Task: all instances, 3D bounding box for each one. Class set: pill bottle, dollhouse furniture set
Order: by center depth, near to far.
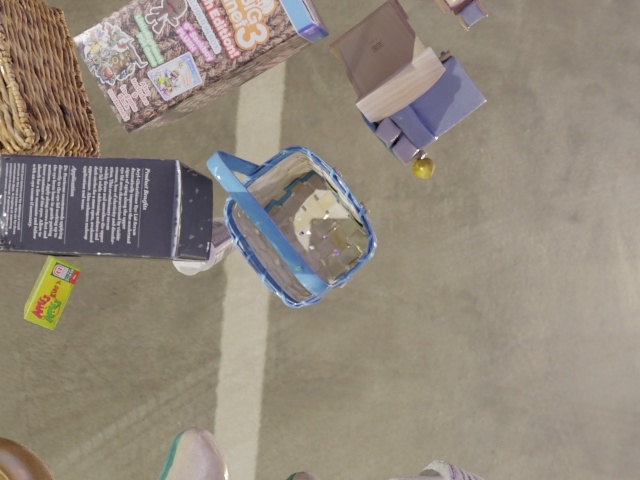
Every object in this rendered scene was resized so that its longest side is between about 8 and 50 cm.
[{"bbox_3d":[0.209,-0.246,1.227,0.286,0.198,0.303,-34,131,15],"label":"dollhouse furniture set"},{"bbox_3d":[-0.219,0.012,1.409,0.137,0.078,0.078,-39,115,-58],"label":"pill bottle"}]

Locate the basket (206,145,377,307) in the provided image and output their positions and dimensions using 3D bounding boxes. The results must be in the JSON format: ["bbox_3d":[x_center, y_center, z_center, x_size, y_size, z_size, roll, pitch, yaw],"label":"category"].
[{"bbox_3d":[-0.041,-0.027,1.139,0.255,0.201,0.289,52,17,10],"label":"basket"}]

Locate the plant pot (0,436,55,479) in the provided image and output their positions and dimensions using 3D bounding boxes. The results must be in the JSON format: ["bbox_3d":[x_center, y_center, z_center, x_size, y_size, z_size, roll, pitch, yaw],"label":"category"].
[{"bbox_3d":[-0.370,0.309,0.730,0.236,0.236,0.032,-63,159,-19],"label":"plant pot"}]

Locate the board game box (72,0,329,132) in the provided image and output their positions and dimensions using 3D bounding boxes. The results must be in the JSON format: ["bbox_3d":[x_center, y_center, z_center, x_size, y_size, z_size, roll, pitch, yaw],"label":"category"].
[{"bbox_3d":[-0.153,-0.287,1.036,0.290,0.232,0.141,-28,98,10],"label":"board game box"}]

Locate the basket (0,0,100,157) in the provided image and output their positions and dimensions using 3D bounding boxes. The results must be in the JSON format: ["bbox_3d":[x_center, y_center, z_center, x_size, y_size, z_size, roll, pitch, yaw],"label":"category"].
[{"bbox_3d":[-0.532,-0.244,1.210,0.223,0.213,0.299,-7,79,-77],"label":"basket"}]

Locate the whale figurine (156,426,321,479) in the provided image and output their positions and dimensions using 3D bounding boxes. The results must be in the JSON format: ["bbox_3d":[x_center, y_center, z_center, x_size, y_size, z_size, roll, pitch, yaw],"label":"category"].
[{"bbox_3d":[-0.064,0.265,0.551,0.272,0.141,0.216,57,38,-25],"label":"whale figurine"}]

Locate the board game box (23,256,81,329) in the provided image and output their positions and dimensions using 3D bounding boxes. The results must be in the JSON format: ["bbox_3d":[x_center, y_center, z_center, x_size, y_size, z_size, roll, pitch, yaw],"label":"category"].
[{"bbox_3d":[-0.400,0.072,1.092,0.043,0.181,0.092,25,81,-20],"label":"board game box"}]

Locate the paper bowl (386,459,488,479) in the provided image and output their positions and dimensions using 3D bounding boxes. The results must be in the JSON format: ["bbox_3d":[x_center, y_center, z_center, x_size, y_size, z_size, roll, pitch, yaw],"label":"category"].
[{"bbox_3d":[0.117,0.417,0.929,0.148,0.284,0.284,24,72,1],"label":"paper bowl"}]

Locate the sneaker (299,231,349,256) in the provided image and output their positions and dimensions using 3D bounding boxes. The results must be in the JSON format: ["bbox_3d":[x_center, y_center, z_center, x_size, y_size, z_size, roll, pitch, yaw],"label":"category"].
[{"bbox_3d":[0.000,0.000,1.941,0.068,0.169,0.071,-55,137,-18],"label":"sneaker"}]

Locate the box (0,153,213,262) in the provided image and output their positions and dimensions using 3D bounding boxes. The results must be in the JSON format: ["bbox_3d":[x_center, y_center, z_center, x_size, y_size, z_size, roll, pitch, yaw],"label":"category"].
[{"bbox_3d":[-0.241,-0.032,0.849,0.206,0.153,0.108,2,87,4],"label":"box"}]
